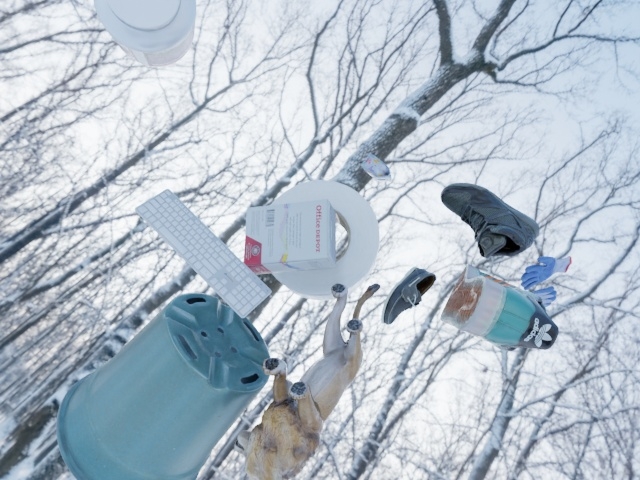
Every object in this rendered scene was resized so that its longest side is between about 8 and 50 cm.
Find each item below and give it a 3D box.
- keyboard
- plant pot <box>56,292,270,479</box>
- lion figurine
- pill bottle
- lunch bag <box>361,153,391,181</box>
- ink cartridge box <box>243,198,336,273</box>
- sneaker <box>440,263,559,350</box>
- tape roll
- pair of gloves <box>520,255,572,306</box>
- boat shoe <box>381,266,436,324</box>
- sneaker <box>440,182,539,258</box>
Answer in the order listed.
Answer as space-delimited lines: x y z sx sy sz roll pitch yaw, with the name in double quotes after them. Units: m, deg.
-0.194 0.018 0.803 0.256 0.072 0.014 44 -42 5 "keyboard"
-0.300 0.309 1.009 0.341 0.341 0.334 43 -71 -1 "plant pot"
0.000 0.269 0.914 0.142 0.392 0.240 25 -43 35 "lion figurine"
-0.340 -0.456 0.959 0.181 0.181 0.323 56 -6 -19 "pill bottle"
0.157 -0.191 1.322 0.083 0.053 0.071 36 5 10 "lunch bag"
-0.059 -0.005 0.976 0.175 0.127 0.072 -5 -21 15 "ink cartridge box"
0.267 0.111 0.748 0.121 0.108 0.302 26 6 7 "sneaker"
0.000 0.000 1.174 0.286 0.286 0.100 34 -8 12 "tape roll"
0.559 0.121 1.233 0.023 0.159 0.198 -126 -147 -51 "pair of gloves"
0.256 0.163 1.418 0.079 0.233 0.084 21 -42 35 "boat shoe"
0.351 -0.043 1.054 0.227 0.130 0.087 36 -45 18 "sneaker"
